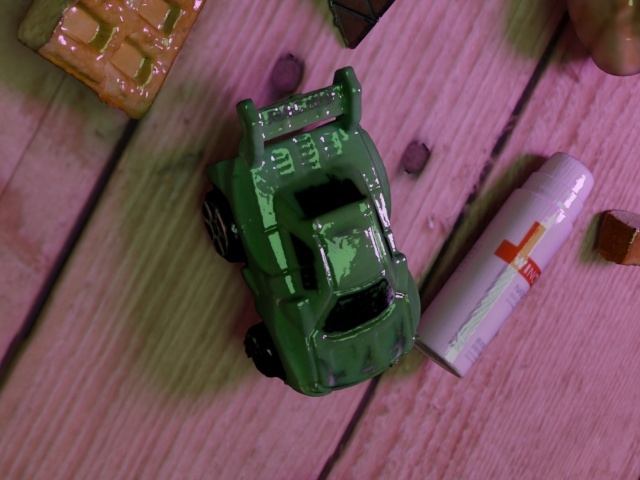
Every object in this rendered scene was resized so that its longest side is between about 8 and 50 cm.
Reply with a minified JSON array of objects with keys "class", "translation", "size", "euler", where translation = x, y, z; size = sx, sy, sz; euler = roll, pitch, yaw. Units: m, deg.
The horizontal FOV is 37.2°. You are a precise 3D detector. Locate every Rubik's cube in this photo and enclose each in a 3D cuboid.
[{"class":"Rubik's cube","translation":[0.069,-0.386,1.125],"size":[0.190,0.211,0.178],"euler":[46,54,-7]}]

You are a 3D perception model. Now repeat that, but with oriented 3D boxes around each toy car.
[{"class":"toy car","translation":[0.000,0.000,1.104],"size":[0.213,0.176,0.359],"euler":[-20,97,-23]}]

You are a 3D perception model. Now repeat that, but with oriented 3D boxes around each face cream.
[{"class":"face cream","translation":[0.259,0.025,1.317],"size":[0.102,0.102,0.346],"euler":[41,83,-31]}]

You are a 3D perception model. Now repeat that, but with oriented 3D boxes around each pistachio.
[{"class":"pistachio","translation":[0.466,-0.356,1.267],"size":[0.321,0.229,0.238],"euler":[-53,163,-13]}]

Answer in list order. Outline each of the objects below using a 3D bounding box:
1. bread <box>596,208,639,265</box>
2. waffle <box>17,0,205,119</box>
[{"class":"bread","translation":[0.468,-0.001,1.447],"size":[0.083,0.076,0.070],"euler":[6,112,-31]},{"class":"waffle","translation":[-0.182,-0.274,0.976],"size":[0.274,0.057,0.168],"euler":[-62,149,-1]}]
